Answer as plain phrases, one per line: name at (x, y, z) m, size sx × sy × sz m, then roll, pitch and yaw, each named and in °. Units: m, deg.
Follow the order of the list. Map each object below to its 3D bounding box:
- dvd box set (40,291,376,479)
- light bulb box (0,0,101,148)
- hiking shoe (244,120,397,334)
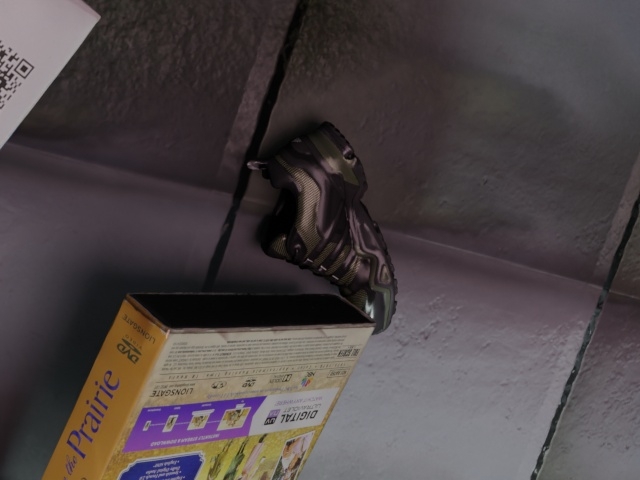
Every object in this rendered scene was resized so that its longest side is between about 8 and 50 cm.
dvd box set at (-0.137, 0.239, 1.198) m, size 0.307 × 0.062 × 0.420 m, roll 2°, pitch 118°, yaw -55°
light bulb box at (-0.416, -0.135, 0.909) m, size 0.358 × 0.225 × 0.361 m, roll 40°, pitch 85°, yaw -33°
hiking shoe at (0.000, 0.000, 1.296) m, size 0.114 × 0.086 × 0.227 m, roll -21°, pitch 114°, yaw -5°
